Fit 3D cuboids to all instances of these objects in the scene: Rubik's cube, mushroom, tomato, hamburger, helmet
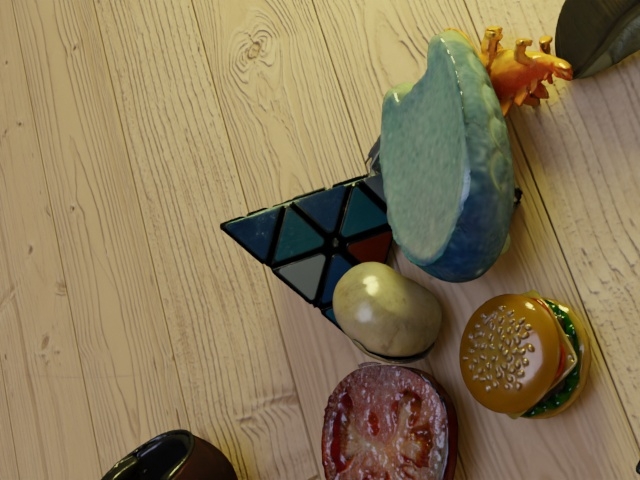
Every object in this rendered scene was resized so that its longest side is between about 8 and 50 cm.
[{"bbox_3d":[0.000,0.000,1.835,0.234,0.284,0.250,-134,22,-65],"label":"Rubik's cube"},{"bbox_3d":[0.086,0.101,1.671,0.154,0.154,0.122,54,134,37],"label":"mushroom"},{"bbox_3d":[0.105,0.270,1.658,0.225,0.085,0.225,-10,74,40],"label":"tomato"},{"bbox_3d":[0.249,0.140,1.516,0.162,0.115,0.162,-12,72,42],"label":"hamburger"},{"bbox_3d":[-0.218,0.395,1.879,0.189,0.193,0.216,-11,68,43],"label":"helmet"}]

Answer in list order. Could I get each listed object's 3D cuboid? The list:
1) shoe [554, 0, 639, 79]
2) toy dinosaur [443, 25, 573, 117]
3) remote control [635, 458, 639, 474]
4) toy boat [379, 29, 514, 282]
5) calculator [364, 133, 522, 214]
[{"bbox_3d":[0.379,-0.279,1.489,0.275,0.098,0.103,-39,48,55],"label":"shoe"},{"bbox_3d":[0.236,-0.219,1.635,0.288,0.070,0.117,25,118,57],"label":"toy dinosaur"},{"bbox_3d":[0.451,0.285,1.348,0.245,0.025,0.063,32,104,44],"label":"remote control"},{"bbox_3d":[0.178,-0.099,1.606,0.215,0.123,0.330,-47,41,46],"label":"toy boat"},{"bbox_3d":[0.160,-0.081,1.715,0.166,0.028,0.274,-57,46,25],"label":"calculator"}]
